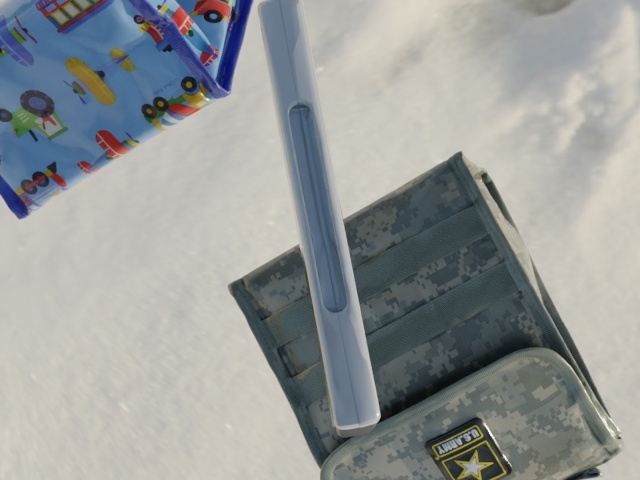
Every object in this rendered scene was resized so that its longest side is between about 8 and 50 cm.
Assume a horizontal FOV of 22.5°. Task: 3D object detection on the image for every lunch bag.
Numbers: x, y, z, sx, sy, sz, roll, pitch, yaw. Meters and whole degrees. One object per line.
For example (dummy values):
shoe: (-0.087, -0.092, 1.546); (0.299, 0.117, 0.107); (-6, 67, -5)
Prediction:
lunch bag: (-0.156, -0.190, 1.237); (0.138, 0.221, 0.293); (47, 35, -23)
lunch bag: (0.095, 0.110, 1.362); (0.235, 0.169, 0.287); (-29, 80, 11)

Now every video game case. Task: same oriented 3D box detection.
video game case: (0.000, 0.000, 0.802); (0.023, 0.212, 0.193); (-10, 82, 0)
